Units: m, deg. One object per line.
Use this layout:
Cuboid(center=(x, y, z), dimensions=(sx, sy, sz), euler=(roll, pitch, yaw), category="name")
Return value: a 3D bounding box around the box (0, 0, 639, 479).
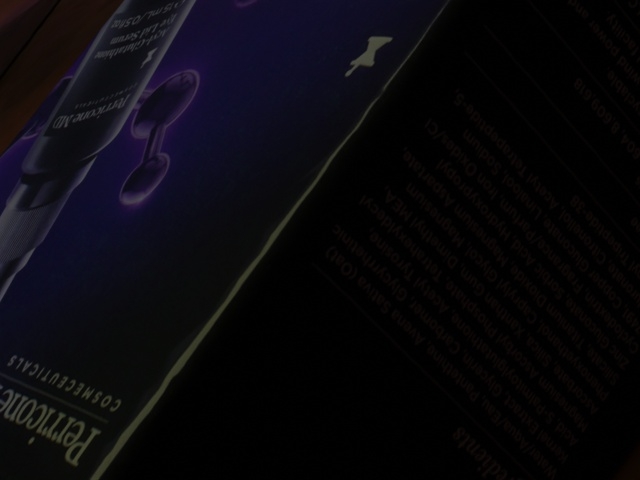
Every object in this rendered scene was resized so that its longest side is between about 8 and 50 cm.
Cuboid(center=(0.000, 0.000, 0.472), dimensions=(0.153, 0.108, 0.207), euler=(11, 60, 55), category="box")
